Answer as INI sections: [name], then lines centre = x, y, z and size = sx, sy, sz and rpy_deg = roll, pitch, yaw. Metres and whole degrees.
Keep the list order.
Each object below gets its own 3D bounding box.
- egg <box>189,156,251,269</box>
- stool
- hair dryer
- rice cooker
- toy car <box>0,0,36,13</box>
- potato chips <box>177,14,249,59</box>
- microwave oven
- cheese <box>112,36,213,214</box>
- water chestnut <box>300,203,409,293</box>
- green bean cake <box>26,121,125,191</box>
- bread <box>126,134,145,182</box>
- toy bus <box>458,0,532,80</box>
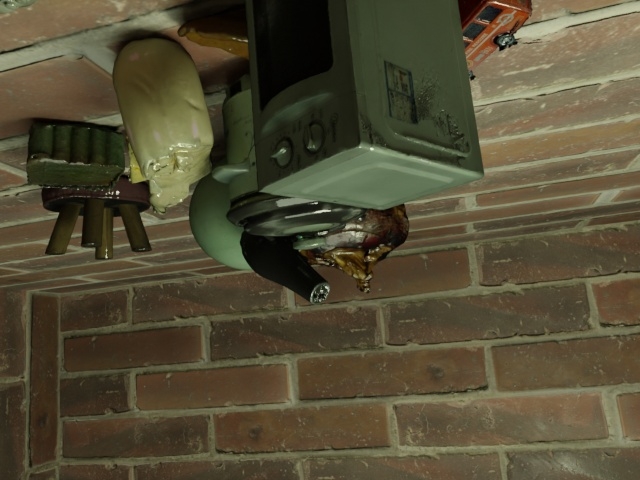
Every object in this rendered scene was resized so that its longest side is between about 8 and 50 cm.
[egg]
centre = -0.151, -0.070, 1.274
size = 0.276, 0.276, 0.389
rpy_deg = 4, 169, -38
[stool]
centre = -0.572, -0.055, 1.428
size = 0.272, 0.178, 0.272
rpy_deg = -4, 170, -1
[hair dryer]
centre = 0.000, 0.000, 1.067
size = 0.272, 0.091, 0.235
rpy_deg = -32, -136, -26
[rice cooker]
centre = -0.039, -0.131, 0.946
size = 0.317, 0.316, 0.264
rpy_deg = 4, 168, -40
[toy car]
centre = -0.300, -0.294, 0.499
size = 0.301, 0.118, 0.193
rpy_deg = -10, 170, 30
[potato chips]
centre = -0.094, -0.279, 0.768
size = 0.202, 0.049, 0.150
rpy_deg = 7, -176, -4
[microwave oven]
centre = 0.039, -0.200, 0.643
size = 0.237, 0.295, 0.181
rpy_deg = 5, 165, -42
[cheese]
centre = -0.237, -0.173, 0.866
size = 0.127, 0.233, 0.266
rpy_deg = -13, 173, -9
[water chestnut]
centre = 0.076, -0.019, 1.470
size = 0.335, 0.347, 0.335
rpy_deg = -8, 163, -3
[green bean cake]
centre = -0.491, -0.167, 1.107
size = 0.173, 0.094, 0.181
rpy_deg = 2, 168, -27
[bread]
centre = -0.398, -0.170, 1.158
size = 0.080, 0.084, 0.109
rpy_deg = -10, 168, 16
[toy bus]
centre = 0.213, -0.300, 0.816
size = 0.096, 0.073, 0.235
rpy_deg = 9, 165, -18
